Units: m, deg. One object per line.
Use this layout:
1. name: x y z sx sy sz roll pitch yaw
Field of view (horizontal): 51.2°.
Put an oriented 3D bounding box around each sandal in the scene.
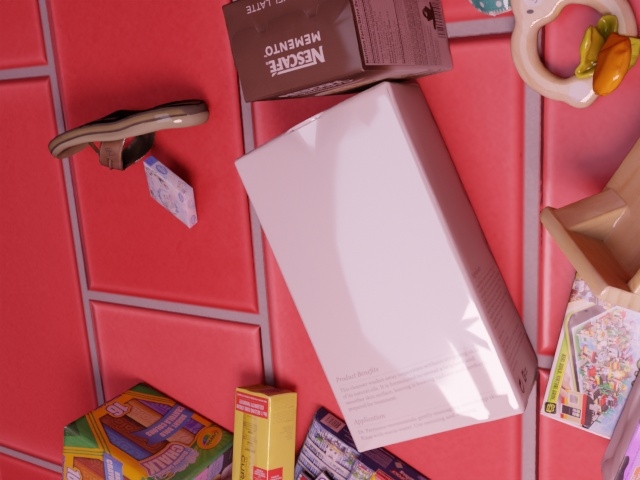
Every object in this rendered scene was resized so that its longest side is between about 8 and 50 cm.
1. sandal: -0.297 -0.149 1.015 0.302 0.120 0.086 -3 113 31

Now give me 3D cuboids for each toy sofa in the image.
1. toy sofa: 0.369 -0.099 0.562 0.177 0.150 0.362 18 118 -16

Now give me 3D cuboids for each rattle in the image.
1. rattle: 0.218 -0.220 0.676 0.200 0.143 0.130 48 140 5

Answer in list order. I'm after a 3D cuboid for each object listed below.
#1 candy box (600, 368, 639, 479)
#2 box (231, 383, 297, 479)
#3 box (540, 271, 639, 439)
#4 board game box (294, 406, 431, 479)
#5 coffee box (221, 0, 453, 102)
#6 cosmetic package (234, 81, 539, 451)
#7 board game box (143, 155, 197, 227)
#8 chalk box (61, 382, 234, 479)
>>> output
1. candy box: 0.417 0.218 0.687 0.196 0.070 0.165 17 110 12
2. box: -0.086 0.341 1.008 0.087 0.058 0.232 2 88 44
3. box: 0.330 0.121 0.756 0.114 0.036 0.207 16 111 26
4. board game box: 0.037 0.381 0.987 0.194 0.060 0.194 29 115 21
5. coffee box: 0.030 -0.214 0.720 0.141 0.246 0.098 -7 99 32
6. cosmetic package: 0.083 0.029 0.799 0.217 0.156 0.385 -21 90 26
7. board game box: -0.228 -0.073 1.021 0.090 0.020 0.090 39 152 17
8. chalk box: -0.257 0.397 1.095 0.289 0.179 0.180 22 114 24
